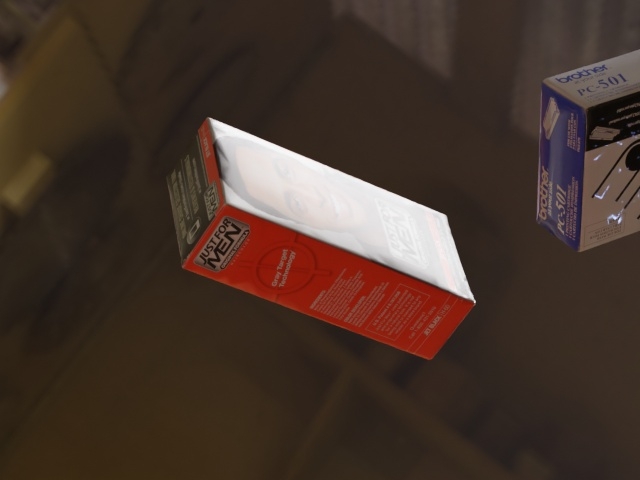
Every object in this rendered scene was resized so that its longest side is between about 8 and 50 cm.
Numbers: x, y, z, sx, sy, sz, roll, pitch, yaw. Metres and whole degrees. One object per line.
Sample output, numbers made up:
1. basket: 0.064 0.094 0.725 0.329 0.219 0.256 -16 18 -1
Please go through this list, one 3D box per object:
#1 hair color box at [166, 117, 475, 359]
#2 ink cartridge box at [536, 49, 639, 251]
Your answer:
1. hair color box: 0.000 0.000 0.950 0.141 0.043 0.072 21 32 -26
2. ink cartridge box: 0.225 -0.072 1.182 0.046 0.207 0.097 41 -39 47
